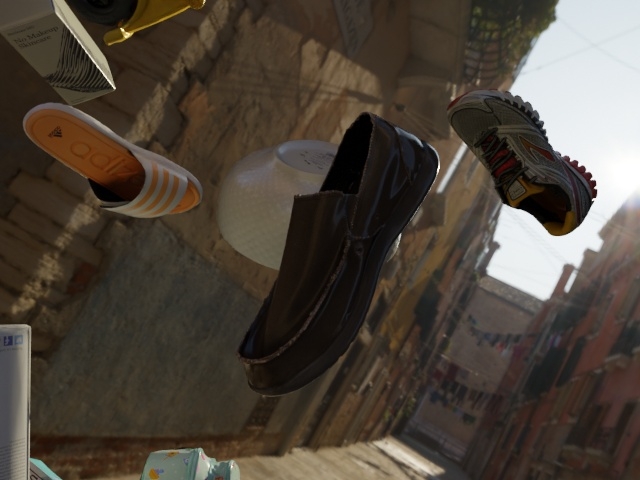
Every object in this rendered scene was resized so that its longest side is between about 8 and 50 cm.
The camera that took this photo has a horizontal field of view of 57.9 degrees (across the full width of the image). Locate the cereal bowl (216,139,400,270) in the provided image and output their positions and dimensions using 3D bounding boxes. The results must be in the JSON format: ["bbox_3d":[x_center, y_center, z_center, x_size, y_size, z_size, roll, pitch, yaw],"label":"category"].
[{"bbox_3d":[-0.014,-0.084,1.025,0.339,0.141,0.339,6,30,-4],"label":"cereal bowl"}]

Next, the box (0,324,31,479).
[{"bbox_3d":[-0.414,0.256,0.641,0.232,0.322,0.058,-5,-7,30],"label":"box"}]

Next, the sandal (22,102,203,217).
[{"bbox_3d":[-0.272,-0.080,0.775,0.265,0.102,0.076,31,34,-46],"label":"sandal"}]

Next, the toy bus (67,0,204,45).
[{"bbox_3d":[-0.202,-0.366,0.664,0.149,0.211,0.220,-97,170,-52],"label":"toy bus"}]

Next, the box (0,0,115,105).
[{"bbox_3d":[-0.513,-0.381,1.132,0.275,0.113,0.094,75,-7,-76],"label":"box"}]

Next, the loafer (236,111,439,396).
[{"bbox_3d":[0.000,0.000,0.671,0.130,0.366,0.134,41,-24,-27],"label":"loafer"}]

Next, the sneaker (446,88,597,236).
[{"bbox_3d":[0.246,-0.096,0.711,0.225,0.093,0.088,40,-38,-3],"label":"sneaker"}]

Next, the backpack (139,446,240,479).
[{"bbox_3d":[-0.189,0.381,0.825,0.144,0.166,0.188,-3,-29,6],"label":"backpack"}]

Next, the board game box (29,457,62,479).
[{"bbox_3d":[-0.461,0.580,0.979,0.336,0.254,0.079,33,-24,11],"label":"board game box"}]
